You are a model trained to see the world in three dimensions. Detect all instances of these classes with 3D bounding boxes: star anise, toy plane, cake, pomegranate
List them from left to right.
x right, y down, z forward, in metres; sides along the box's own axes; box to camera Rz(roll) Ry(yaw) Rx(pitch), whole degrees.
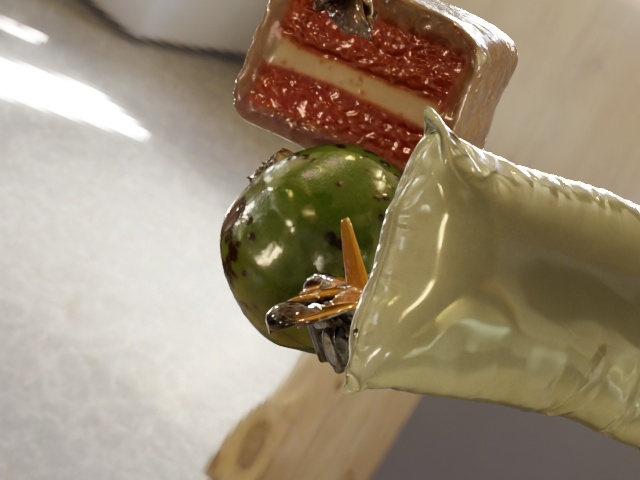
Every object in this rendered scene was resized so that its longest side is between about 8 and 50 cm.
[{"bbox_3d":[0.000,0.000,1.786,0.254,0.254,0.270,-1,46,-53],"label":"pomegranate"},{"bbox_3d":[0.007,-0.258,1.548,0.129,0.056,0.124,45,12,-12],"label":"star anise"},{"bbox_3d":[0.024,0.060,1.289,0.204,0.316,0.103,-17,80,-17],"label":"toy plane"},{"bbox_3d":[0.073,-0.208,1.978,0.308,0.237,0.230,26,14,12],"label":"cake"}]

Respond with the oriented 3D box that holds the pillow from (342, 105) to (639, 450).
[{"bbox_3d":[0.137,0.044,0.759,0.254,0.078,0.144,21,66,-20],"label":"pillow"}]
